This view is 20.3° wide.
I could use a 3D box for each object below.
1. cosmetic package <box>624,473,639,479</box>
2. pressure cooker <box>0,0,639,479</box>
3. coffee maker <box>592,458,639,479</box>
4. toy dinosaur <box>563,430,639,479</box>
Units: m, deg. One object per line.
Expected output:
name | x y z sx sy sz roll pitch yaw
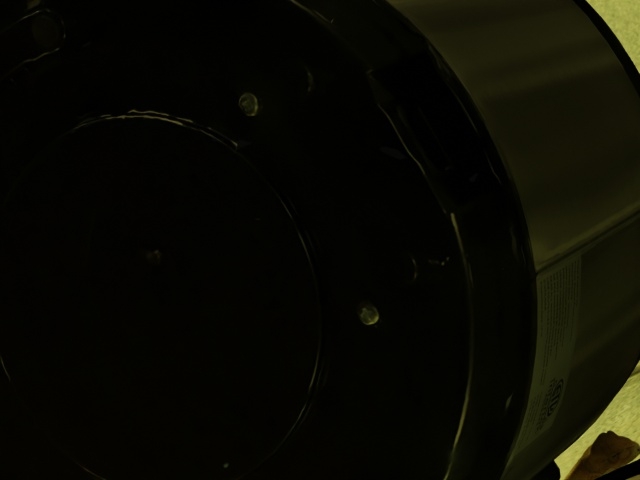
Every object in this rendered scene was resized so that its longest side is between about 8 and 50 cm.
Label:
cosmetic package | 0.251 0.120 0.595 0.309 0.113 0.160 -28 37 29
pressure cooker | 0.005 0.003 1.015 0.370 0.375 0.420 -44 -10 27
coffee maker | 0.210 0.146 0.943 0.178 0.120 0.171 -28 4 19
toy dinosaur | 0.124 0.208 1.065 0.211 0.064 0.112 -63 -25 -17
